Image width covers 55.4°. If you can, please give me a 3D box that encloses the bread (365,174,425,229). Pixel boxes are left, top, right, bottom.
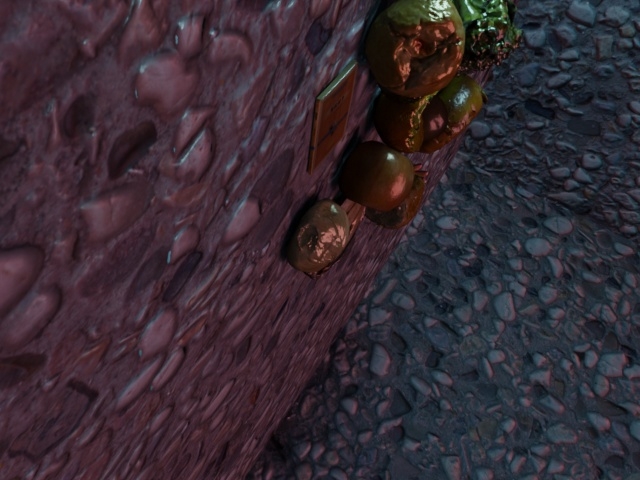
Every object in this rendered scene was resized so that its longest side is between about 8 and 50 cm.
[{"bbox_3d":[0.246,-0.141,2.187,0.246,0.195,0.176,-42,150,-51],"label":"bread"}]

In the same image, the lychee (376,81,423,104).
[{"bbox_3d":[0.225,-0.439,1.581,0.171,0.171,0.171,-56,166,-22],"label":"lychee"}]

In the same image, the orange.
[{"bbox_3d":[0.239,-0.370,1.765,0.237,0.158,0.179,94,15,-62],"label":"orange"}]

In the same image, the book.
[{"bbox_3d":[0.027,-0.287,1.443,0.170,0.018,0.241,-53,164,-32],"label":"book"}]

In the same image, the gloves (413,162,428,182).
[{"bbox_3d":[0.341,-0.227,2.540,0.145,0.126,0.241,8,116,-48],"label":"gloves"}]

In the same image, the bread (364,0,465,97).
[{"bbox_3d":[0.225,-0.436,1.398,0.134,0.244,0.244,-103,-152,-54],"label":"bread"}]

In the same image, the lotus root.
[{"bbox_3d":[0.033,-0.024,1.901,0.329,0.078,0.167,-55,142,-21],"label":"lotus root"}]

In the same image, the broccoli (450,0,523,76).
[{"bbox_3d":[0.417,-0.622,1.748,0.348,0.293,0.281,-59,134,-62],"label":"broccoli"}]

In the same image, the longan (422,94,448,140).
[{"bbox_3d":[0.329,-0.409,1.992,0.189,0.189,0.189,-56,166,-22],"label":"longan"}]

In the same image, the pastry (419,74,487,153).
[{"bbox_3d":[0.453,-0.457,2.220,0.356,0.164,0.356,-48,-174,7],"label":"pastry"}]

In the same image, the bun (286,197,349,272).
[{"bbox_3d":[0.000,0.000,1.673,0.220,0.134,0.220,-58,171,-15],"label":"bun"}]

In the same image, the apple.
[{"bbox_3d":[0.164,-0.184,1.765,0.188,0.211,0.211,-66,166,8],"label":"apple"}]
